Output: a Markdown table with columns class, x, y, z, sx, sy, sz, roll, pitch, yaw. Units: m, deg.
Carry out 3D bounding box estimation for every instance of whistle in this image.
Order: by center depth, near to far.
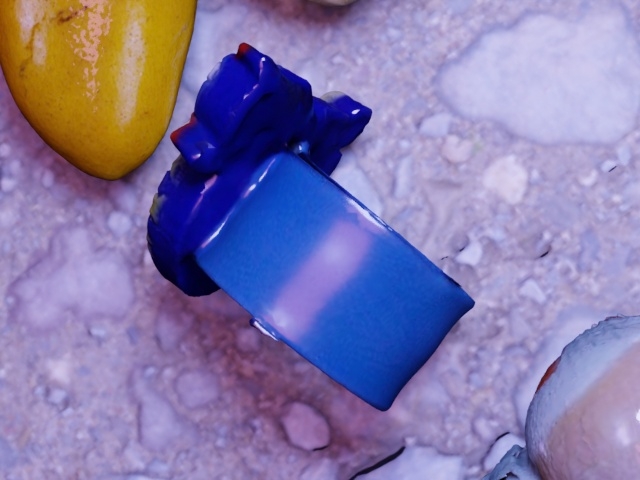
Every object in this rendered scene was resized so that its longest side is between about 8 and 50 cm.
| class | x | y | z | sx | sy | sz | roll | pitch | yaw |
| --- | --- | --- | --- | --- | --- | --- | --- | --- | --- |
| whistle | 0.158 | 0.163 | 0.974 | 0.348 | 0.189 | 0.189 | -37 | 79 | 17 |

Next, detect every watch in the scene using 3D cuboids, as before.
| class | x | y | z | sx | sy | sz | roll | pitch | yaw |
| --- | --- | --- | --- | --- | --- | --- | --- | --- | --- |
| watch | -0.002 | 0.006 | 0.996 | 0.200 | 0.196 | 0.171 | 41 | 101 | 18 |

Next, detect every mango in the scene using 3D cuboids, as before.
| class | x | y | z | sx | sy | sz | roll | pitch | yaw |
| --- | --- | --- | --- | --- | --- | --- | --- | --- | --- |
| mango | -0.157 | -0.150 | 1.074 | 0.145 | 0.112 | 0.219 | -3 | 88 | 6 |

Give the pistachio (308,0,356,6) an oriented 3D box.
| class | x | y | z | sx | sy | sz | roll | pitch | yaw |
| --- | --- | --- | --- | --- | --- | --- | --- | --- | --- |
| pistachio | -0.039 | -0.309 | 1.043 | 0.193 | 0.214 | 0.318 | -29 | 89 | 48 |
